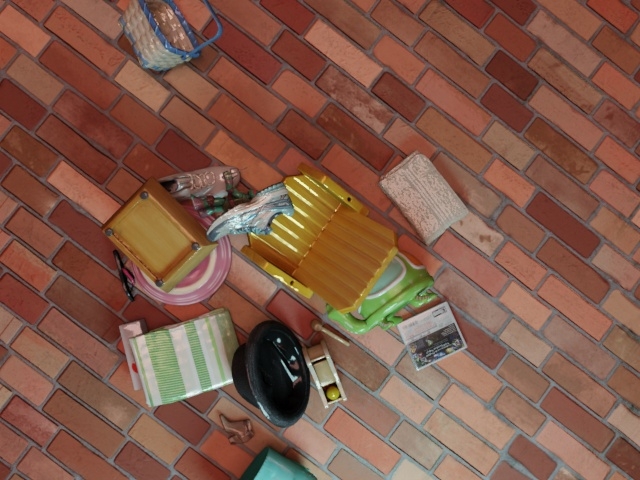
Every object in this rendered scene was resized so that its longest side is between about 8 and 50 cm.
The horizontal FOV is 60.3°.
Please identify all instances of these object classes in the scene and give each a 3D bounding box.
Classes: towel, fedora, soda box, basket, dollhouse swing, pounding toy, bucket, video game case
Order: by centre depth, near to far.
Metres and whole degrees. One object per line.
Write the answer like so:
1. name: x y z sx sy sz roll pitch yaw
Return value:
1. dollhouse swing: 0.000 0.000 1.679 0.315 0.305 0.346 36 88 -29
2. bucket: -0.162 0.796 1.707 0.183 0.281 0.281 39 88 0
3. basket: -0.466 -0.687 1.718 0.289 0.201 0.254 -25 92 29
4. fedora: -0.173 0.426 1.744 0.153 0.334 0.333 -17 90 31
5. towel: -0.422 0.375 1.772 0.325 0.038 0.247 -15 91 -19
6. pounding toy: 0.035 0.386 1.772 0.155 0.154 0.269 -21 91 -2
7. soda box: -0.585 0.367 1.782 0.069 0.074 0.216 -14 90 -3
8. towel: 0.341 -0.147 1.845 0.187 0.049 0.282 -38 92 -1
9. video game case: 0.374 0.320 1.855 0.190 0.022 0.173 -24 90 -3

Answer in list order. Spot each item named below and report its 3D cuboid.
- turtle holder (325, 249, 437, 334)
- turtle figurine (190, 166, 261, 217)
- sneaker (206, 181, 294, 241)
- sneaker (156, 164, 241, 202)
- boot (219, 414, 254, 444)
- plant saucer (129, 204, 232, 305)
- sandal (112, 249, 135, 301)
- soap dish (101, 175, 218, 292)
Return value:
1. turtle holder: 0.196 0.161 1.764 0.320 0.243 0.227 -43 75 33
2. turtle figurine: -0.281 -0.139 1.737 0.234 0.175 0.118 -17 56 -5
3. sneaker: -0.207 -0.059 1.645 0.283 0.110 0.122 -30 91 3
4. sneaker: -0.402 -0.177 1.769 0.297 0.129 0.111 -15 89 -4
5. boot: -0.273 0.613 1.816 0.087 0.042 0.118 -24 92 -9
6. plant saucer: -0.458 0.048 1.787 0.332 0.084 0.332 0 89 -3
7. sandal: -0.630 0.112 1.790 0.040 0.067 0.179 -17 88 -14
8. soap dish: -0.493 -0.012 1.667 0.229 0.118 0.291 -43 96 6
